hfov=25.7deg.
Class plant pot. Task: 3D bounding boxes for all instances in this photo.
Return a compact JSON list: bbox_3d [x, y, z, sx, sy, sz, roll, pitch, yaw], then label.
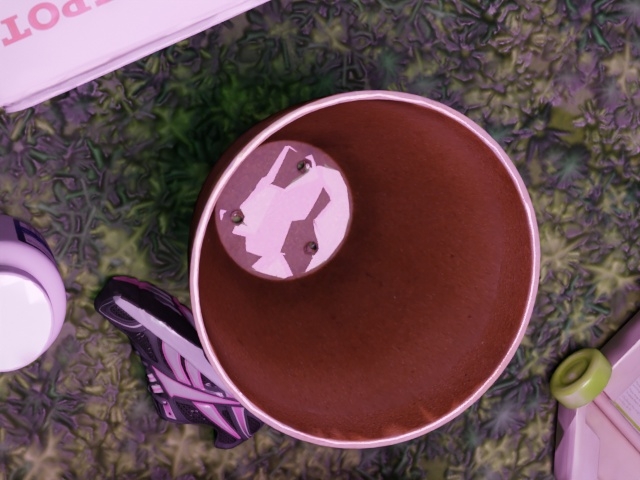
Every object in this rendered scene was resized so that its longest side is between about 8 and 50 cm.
[{"bbox_3d":[0.000,0.000,1.026,0.237,0.254,0.237,-3,101,-15],"label":"plant pot"}]

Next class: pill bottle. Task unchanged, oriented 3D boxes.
[{"bbox_3d":[-0.233,0.039,1.015,0.094,0.169,0.094,-3,101,-14],"label":"pill bottle"}]

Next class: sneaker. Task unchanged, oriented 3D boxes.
[{"bbox_3d":[-0.113,0.106,1.116,0.178,0.072,0.077,40,99,-13],"label":"sneaker"}]

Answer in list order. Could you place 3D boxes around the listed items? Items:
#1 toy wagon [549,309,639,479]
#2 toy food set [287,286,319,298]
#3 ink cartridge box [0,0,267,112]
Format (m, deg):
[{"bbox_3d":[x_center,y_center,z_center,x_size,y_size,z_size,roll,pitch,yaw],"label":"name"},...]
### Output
[{"bbox_3d":[0.370,0.132,1.251,0.344,0.068,0.267,-45,108,-4],"label":"toy wagon"},{"bbox_3d":[-0.010,0.078,1.162,0.083,0.020,0.083,-17,105,-12],"label":"toy food set"},{"bbox_3d":[-0.182,-0.323,0.960,0.285,0.166,0.395,-25,105,-9],"label":"ink cartridge box"}]
